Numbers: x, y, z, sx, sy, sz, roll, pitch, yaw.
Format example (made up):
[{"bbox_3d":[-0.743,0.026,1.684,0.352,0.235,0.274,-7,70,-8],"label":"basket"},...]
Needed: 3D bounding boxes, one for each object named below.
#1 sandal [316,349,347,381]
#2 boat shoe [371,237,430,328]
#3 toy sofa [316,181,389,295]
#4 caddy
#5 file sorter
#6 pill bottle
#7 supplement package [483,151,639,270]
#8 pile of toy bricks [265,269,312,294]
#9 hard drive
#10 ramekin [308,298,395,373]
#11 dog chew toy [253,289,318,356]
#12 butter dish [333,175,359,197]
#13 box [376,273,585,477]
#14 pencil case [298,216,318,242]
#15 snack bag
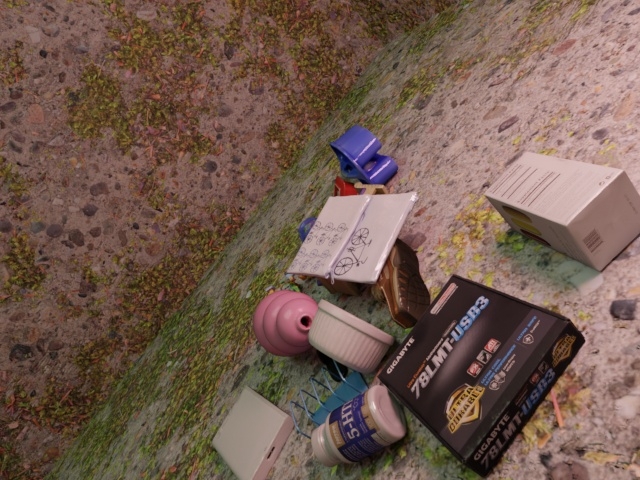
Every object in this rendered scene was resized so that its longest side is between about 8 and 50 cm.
[{"bbox_3d":[0.025,0.325,1.143,0.067,0.040,0.179,-49,23,0],"label":"sandal"},{"bbox_3d":[0.200,0.119,1.071,0.120,0.122,0.324,-44,15,25],"label":"boat shoe"},{"bbox_3d":[0.095,-0.011,1.339,0.177,0.150,0.362,8,58,41],"label":"toy sofa"},{"bbox_3d":[0.157,-0.320,1.649,0.179,0.241,0.341,-42,23,5],"label":"caddy"},{"bbox_3d":[0.022,0.383,0.978,0.170,0.104,0.118,-47,24,4],"label":"file sorter"},{"bbox_3d":[0.075,0.396,0.855,0.187,0.112,0.112,-40,25,21],"label":"pill bottle"},{"bbox_3d":[0.477,-0.070,0.815,0.134,0.139,0.244,-46,22,5],"label":"supplement package"},{"bbox_3d":[-0.104,0.185,1.543,0.212,0.118,0.105,-35,64,7],"label":"pile of toy bricks"},{"bbox_3d":[-0.204,0.563,1.192,0.307,0.040,0.203,-4,49,58],"label":"hard drive"},{"bbox_3d":[0.068,0.239,1.003,0.109,0.207,0.207,-63,25,-7],"label":"ramekin"},{"bbox_3d":[-0.084,0.240,1.198,0.206,0.207,0.332,-58,7,-19],"label":"dog chew toy"},{"bbox_3d":[0.120,-0.174,1.661,0.160,0.118,0.160,-114,24,-67],"label":"butter dish"},{"bbox_3d":[0.283,0.230,0.791,0.295,0.073,0.293,-51,24,-5],"label":"box"},{"bbox_3d":[0.000,0.000,1.588,0.133,0.119,0.306,-47,22,0],"label":"pencil case"},{"bbox_3d":[0.087,-0.017,1.191,0.343,0.037,0.323,4,55,46],"label":"snack bag"}]
